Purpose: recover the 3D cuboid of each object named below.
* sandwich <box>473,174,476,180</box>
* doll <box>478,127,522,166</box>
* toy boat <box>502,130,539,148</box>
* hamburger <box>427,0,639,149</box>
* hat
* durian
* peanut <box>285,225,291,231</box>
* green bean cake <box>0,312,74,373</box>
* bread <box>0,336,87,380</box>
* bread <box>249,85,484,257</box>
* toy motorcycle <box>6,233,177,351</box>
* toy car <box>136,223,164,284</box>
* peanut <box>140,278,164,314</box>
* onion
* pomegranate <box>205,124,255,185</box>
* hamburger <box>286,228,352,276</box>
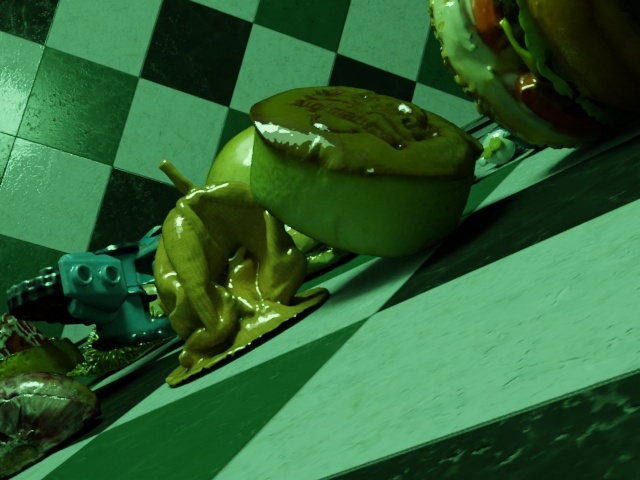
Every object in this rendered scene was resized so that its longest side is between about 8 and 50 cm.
[{"bbox_3d":[0.186,-0.118,1.559,0.088,0.090,0.244,-25,6,-3],"label":"sandwich"},{"bbox_3d":[0.300,-0.157,1.542,0.099,0.057,0.143,-44,-10,32],"label":"doll"},{"bbox_3d":[0.371,-0.215,1.457,0.246,0.103,0.093,-33,6,-19],"label":"toy boat"},{"bbox_3d":[0.304,-0.277,1.129,0.330,0.330,0.250,-32,10,-38],"label":"hamburger"},{"bbox_3d":[-0.138,0.012,1.117,0.244,0.233,0.233,-30,3,-32],"label":"hat"},{"bbox_3d":[-0.354,0.169,1.595,0.208,0.102,0.146,-35,13,-30],"label":"durian"},{"bbox_3d":[-0.076,0.016,1.691,0.207,0.087,0.087,-28,4,-4],"label":"peanut"},{"bbox_3d":[-0.593,0.261,1.857,0.097,0.198,0.232,-36,17,21],"label":"green bean cake"},{"bbox_3d":[-0.428,0.188,1.337,0.187,0.065,0.103,-19,-1,-11],"label":"bread"},{"bbox_3d":[0.048,-0.087,1.071,0.270,0.148,0.270,9,24,-4],"label":"bread"},{"bbox_3d":[-0.245,0.060,1.410,0.232,0.172,0.416,-24,-18,35],"label":"toy motorcycle"},{"bbox_3d":[-0.319,0.071,1.972,0.190,0.188,0.255,-38,7,-15],"label":"toy car"},{"bbox_3d":[-0.280,0.104,1.795,0.275,0.111,0.125,-28,0,2],"label":"peanut"},{"bbox_3d":[-0.361,0.211,1.096,0.206,0.098,0.151,-30,6,-12],"label":"onion"},{"bbox_3d":[-0.091,-0.106,1.895,0.307,0.307,0.307,-28,4,2],"label":"pomegranate"},{"bbox_3d":[0.000,0.000,1.405,0.147,0.083,0.138,-29,7,38],"label":"hamburger"}]
